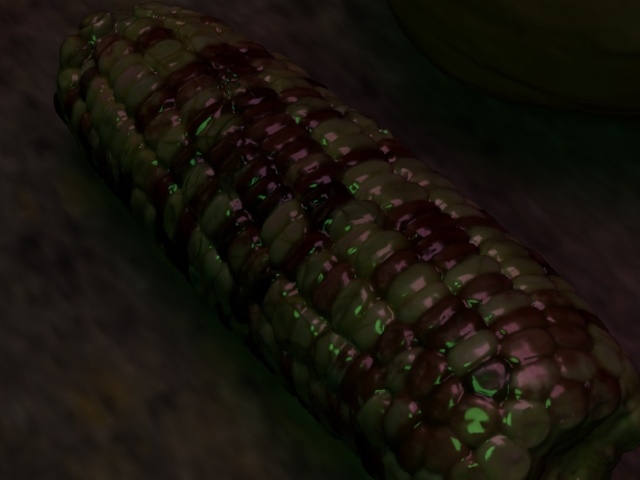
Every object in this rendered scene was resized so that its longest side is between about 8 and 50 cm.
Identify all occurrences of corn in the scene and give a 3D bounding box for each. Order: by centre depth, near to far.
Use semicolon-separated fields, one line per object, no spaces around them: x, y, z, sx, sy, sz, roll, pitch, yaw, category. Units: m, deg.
0.000;0.000;0.582;0.086;0.086;0.253;-27;50;-27;corn

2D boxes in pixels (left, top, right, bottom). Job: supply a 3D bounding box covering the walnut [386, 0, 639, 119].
0.117;-0.141;0.656;0.222;0.195;0.195;-4;46;-8;walnut
